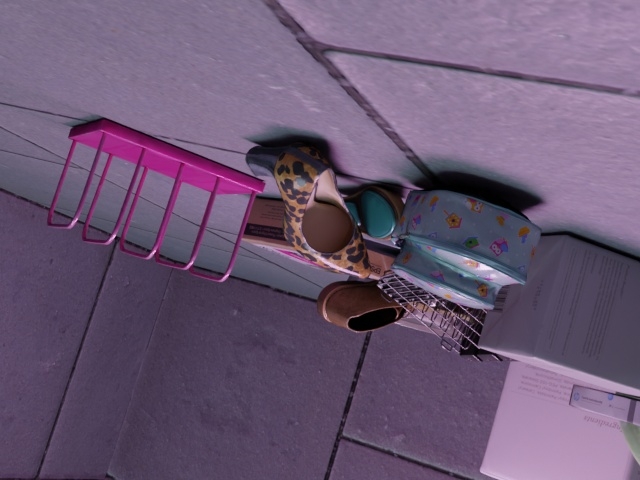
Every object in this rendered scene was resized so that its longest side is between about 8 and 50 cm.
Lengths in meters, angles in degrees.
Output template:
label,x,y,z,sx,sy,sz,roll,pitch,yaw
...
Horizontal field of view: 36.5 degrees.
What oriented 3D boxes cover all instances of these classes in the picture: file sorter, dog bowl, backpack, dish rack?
label,x,y,z,sx,sy,sz,roll,pitch,yaw
file sorter,-0.283,-0.059,1.623,0.291,0.182,0.202,20,172,-28
dog bowl,0.217,0.155,2.442,0.349,0.102,0.349,16,172,2
backpack,0.182,0.006,1.224,0.166,0.144,0.188,24,169,-10
dish rack,0.232,0.112,1.598,0.271,0.074,0.208,39,154,-22

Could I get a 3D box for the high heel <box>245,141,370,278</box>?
label,x,y,z,sx,sy,sz,roll,pitch,yaw
high heel,0.016,-0.026,1.304,0.261,0.093,0.186,48,165,-23

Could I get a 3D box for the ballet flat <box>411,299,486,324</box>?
label,x,y,z,sx,sy,sz,roll,pitch,yaw
ballet flat,0.284,0.093,1.724,0.349,0.123,0.123,8,169,37

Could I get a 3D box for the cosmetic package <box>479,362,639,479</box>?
label,x,y,z,sx,sy,sz,roll,pitch,yaw
cosmetic package,0.612,0.390,2.155,0.327,0.393,0.329,11,170,39

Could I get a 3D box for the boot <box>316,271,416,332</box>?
label,x,y,z,sx,sy,sz,roll,pitch,yaw
boot,0.150,0.122,1.898,0.305,0.112,0.115,-12,-154,-31

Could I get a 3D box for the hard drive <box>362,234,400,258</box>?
label,x,y,z,sx,sy,sz,roll,pitch,yaw
hard drive,0.179,0.010,1.597,0.255,0.054,0.172,15,173,11

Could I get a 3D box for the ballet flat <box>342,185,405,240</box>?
label,x,y,z,sx,sy,sz,roll,pitch,yaw
ballet flat,0.083,-0.044,1.422,0.073,0.080,0.232,-11,-173,-23

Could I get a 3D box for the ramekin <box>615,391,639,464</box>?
label,x,y,z,sx,sy,sz,roll,pitch,yaw
ramekin,0.712,0.322,1.792,0.303,0.303,0.148,19,140,-20

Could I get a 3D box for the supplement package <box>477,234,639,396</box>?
label,x,y,z,sx,sy,sz,roll,pitch,yaw
supplement package,0.411,0.119,1.403,0.293,0.177,0.175,19,173,-15

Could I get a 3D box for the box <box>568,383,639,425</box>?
label,x,y,z,sx,sy,sz,roll,pitch,yaw
box,0.491,0.261,1.458,0.145,0.038,0.186,15,175,-24

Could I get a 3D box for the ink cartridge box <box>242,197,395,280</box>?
label,x,y,z,sx,sy,sz,roll,pitch,yaw
ink cartridge box,0.000,0.000,1.809,0.235,0.088,0.193,21,171,-40
